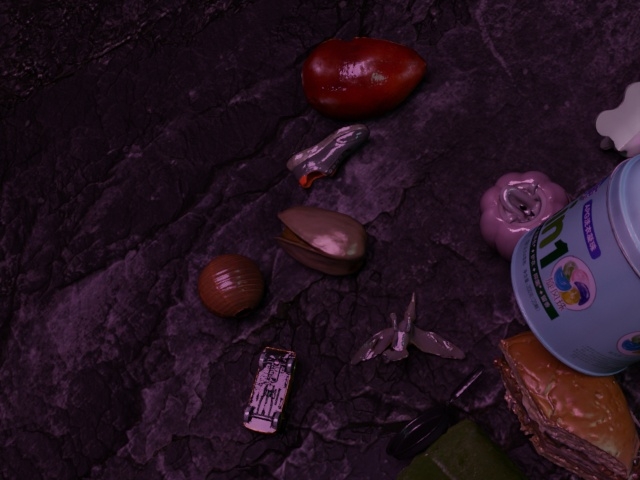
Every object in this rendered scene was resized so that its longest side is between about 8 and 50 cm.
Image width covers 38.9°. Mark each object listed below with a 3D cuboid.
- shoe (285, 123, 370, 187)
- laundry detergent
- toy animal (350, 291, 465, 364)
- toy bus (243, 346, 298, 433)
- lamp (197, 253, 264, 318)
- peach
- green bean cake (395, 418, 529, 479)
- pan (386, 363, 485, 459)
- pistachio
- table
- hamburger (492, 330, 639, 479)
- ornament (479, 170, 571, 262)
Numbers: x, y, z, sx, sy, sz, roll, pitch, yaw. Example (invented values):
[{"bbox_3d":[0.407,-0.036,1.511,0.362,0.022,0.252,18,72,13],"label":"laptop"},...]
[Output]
[{"bbox_3d":[0.024,-0.177,1.919,0.194,0.074,0.077,-25,74,10],"label":"shoe"},{"bbox_3d":[0.509,0.031,1.435,0.287,0.305,0.287,15,56,-23],"label":"laundry detergent"},{"bbox_3d":[0.166,0.163,1.706,0.219,0.095,0.155,3,73,19],"label":"toy animal"},{"bbox_3d":[-0.093,0.293,1.746,0.070,0.074,0.162,10,69,14],"label":"toy bus"},{"bbox_3d":[-0.180,0.094,1.829,0.136,0.136,0.136,-7,66,16],"label":"lamp"},{"bbox_3d":[0.087,-0.338,1.923,0.267,0.159,0.153,4,75,18],"label":"peach"},{"bbox_3d":[0.249,0.450,1.511,0.222,0.125,0.248,-41,41,-3],"label":"green bean cake"},{"bbox_3d":[0.213,0.310,1.617,0.235,0.136,0.028,-42,94,-6],"label":"pan"},{"bbox_3d":[0.000,0.000,1.809,0.206,0.131,0.129,17,100,22],"label":"pistachio"},{"bbox_3d":[0.625,-0.229,1.695,0.198,0.166,0.166,-44,61,5],"label":"table"},{"bbox_3d":[0.422,0.278,1.541,0.282,0.155,0.245,16,63,14],"label":"hamburger"},{"bbox_3d":[0.381,-0.046,1.685,0.178,0.177,0.177,-7,66,16],"label":"ornament"}]
